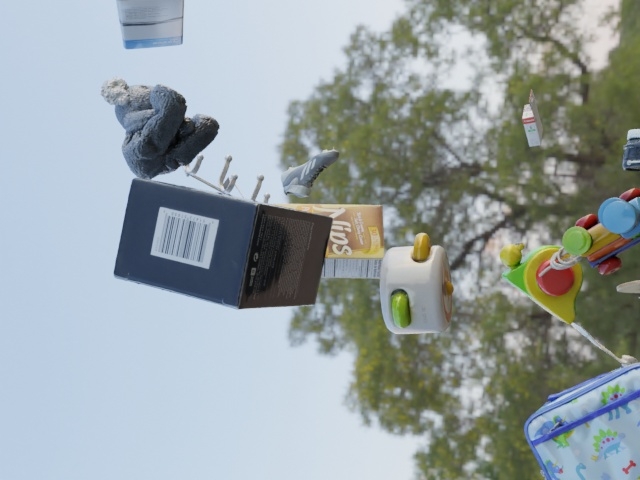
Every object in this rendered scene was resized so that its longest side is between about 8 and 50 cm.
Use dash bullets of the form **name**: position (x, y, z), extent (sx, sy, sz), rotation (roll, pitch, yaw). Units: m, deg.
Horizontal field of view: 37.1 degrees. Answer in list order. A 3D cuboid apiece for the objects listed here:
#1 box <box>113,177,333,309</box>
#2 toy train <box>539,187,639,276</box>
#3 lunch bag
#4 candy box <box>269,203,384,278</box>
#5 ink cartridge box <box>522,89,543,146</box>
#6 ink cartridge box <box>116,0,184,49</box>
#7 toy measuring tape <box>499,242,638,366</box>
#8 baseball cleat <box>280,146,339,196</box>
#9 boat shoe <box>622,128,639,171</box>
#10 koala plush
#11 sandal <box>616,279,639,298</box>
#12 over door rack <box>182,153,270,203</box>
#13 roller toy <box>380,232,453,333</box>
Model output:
- **box**: position (-0.192, 0.010, 2.012), extent (0.395, 0.294, 0.211), rotation (5, -84, -67)
- **toy train**: position (0.444, 0.007, 1.596), extent (0.143, 0.248, 0.105), rotation (2, -121, -54)
- **lunch bag**: position (0.412, 0.279, 1.350), extent (0.176, 0.219, 0.090), rotation (65, -161, 12)
- **candy box**: position (0.000, 0.000, 2.388), extent (0.087, 0.317, 0.182), rotation (90, -179, -49)
- **ink cartridge box**: position (0.478, -0.278, 2.166), extent (0.063, 0.029, 0.115), rotation (-67, -39, -49)
- **ink cartridge box**: position (-0.336, -0.523, 1.842), extent (0.307, 0.129, 0.223), rotation (151, 114, -80)
- **toy measuring tape**: position (0.478, 0.102, 1.773), extent (0.121, 0.330, 0.121), rotation (-54, 1, 2)
- **baseball cleat**: position (-0.023, -0.191, 2.820), extent (0.072, 0.206, 0.109), rotation (16, -125, -52)
- **boat shoe**: position (0.796, -0.172, 2.027), extent (0.114, 0.303, 0.091), rotation (16, -93, -49)
- **koala plush**: position (-0.379, -0.264, 2.081), extent (0.203, 0.221, 0.196), rotation (-47, -32, 6)
- **sandal**: position (0.714, 0.120, 1.881), extent (0.088, 0.240, 0.079), rotation (76, -169, -72)
- **over door rack**: position (-0.287, -0.192, 2.599), extent (0.240, 0.324, 0.108), rotation (30, -91, -27)
- **roller toy**: position (0.218, 0.105, 2.085), extent (0.191, 0.146, 0.209), rotation (54, -144, -63)
